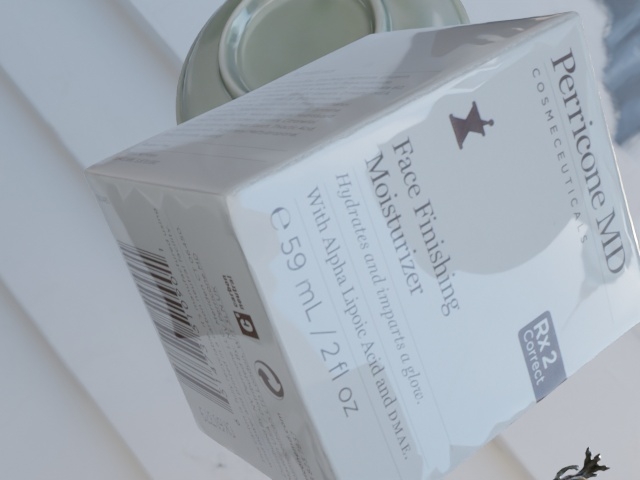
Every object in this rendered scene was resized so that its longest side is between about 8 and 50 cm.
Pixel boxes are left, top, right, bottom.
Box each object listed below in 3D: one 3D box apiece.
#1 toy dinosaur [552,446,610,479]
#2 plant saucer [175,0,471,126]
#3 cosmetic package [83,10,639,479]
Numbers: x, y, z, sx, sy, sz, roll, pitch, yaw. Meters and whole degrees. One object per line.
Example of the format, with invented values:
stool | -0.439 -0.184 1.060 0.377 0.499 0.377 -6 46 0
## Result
toy dinosaur | 0.301 0.329 1.134 0.118 0.064 0.268 -26 149 -27
plant saucer | -0.012 -0.228 1.138 0.400 0.400 0.100 -40 150 -3
cosmetic package | 0.023 0.001 0.421 0.184 0.151 0.151 -31 -158 -25
